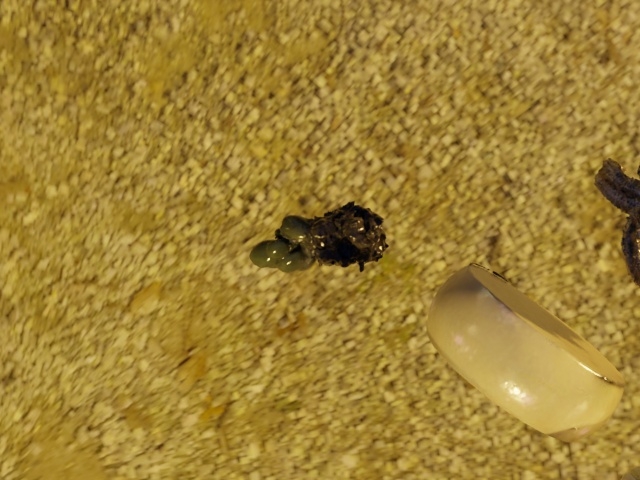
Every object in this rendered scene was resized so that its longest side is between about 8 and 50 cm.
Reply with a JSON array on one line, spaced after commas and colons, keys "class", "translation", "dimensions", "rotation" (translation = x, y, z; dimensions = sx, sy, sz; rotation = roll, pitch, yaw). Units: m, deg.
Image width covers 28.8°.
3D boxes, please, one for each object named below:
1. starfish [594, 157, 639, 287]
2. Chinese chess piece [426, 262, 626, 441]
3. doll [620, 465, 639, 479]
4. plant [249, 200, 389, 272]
[{"class": "starfish", "translation": [0.426, -0.045, 1.533], "dimensions": [0.071, 0.216, 0.238], "rotation": [39, 68, -42]}, {"class": "Chinese chess piece", "translation": [0.241, 0.133, 1.485], "dimensions": [0.251, 0.251, 0.097], "rotation": [34, 101, -6]}, {"class": "doll", "translation": [0.511, 0.360, 1.677], "dimensions": [0.297, 0.117, 0.141], "rotation": [-8, 48, 0]}, {"class": "plant", "translation": [0.000, 0.000, 1.410], "dimensions": [0.085, 0.174, 0.087], "rotation": [18, 66, -55]}]
